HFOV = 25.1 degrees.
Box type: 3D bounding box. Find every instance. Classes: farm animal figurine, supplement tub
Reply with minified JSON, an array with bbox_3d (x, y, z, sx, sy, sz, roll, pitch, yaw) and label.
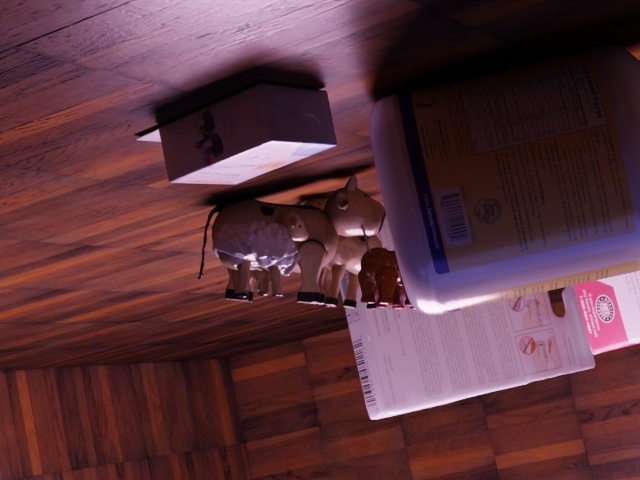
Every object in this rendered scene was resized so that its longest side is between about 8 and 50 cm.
[{"bbox_3d":[0.000,0.000,1.925,0.327,0.172,0.330,3,176,-13],"label":"farm animal figurine"},{"bbox_3d":[0.233,-0.068,1.497,0.331,0.241,0.241,-13,171,5],"label":"supplement tub"}]

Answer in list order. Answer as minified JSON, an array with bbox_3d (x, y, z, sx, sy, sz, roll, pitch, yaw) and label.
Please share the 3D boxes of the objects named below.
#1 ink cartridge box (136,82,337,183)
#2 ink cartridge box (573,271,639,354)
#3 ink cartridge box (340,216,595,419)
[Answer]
[{"bbox_3d":[-0.087,-0.099,1.453,0.181,0.061,0.104,-18,169,38],"label":"ink cartridge box"},{"bbox_3d":[0.569,-0.004,2.201,0.160,0.279,0.385,-6,169,-39],"label":"ink cartridge box"},{"bbox_3d":[0.228,0.098,2.313,0.385,0.308,0.091,-9,171,-23],"label":"ink cartridge box"}]
